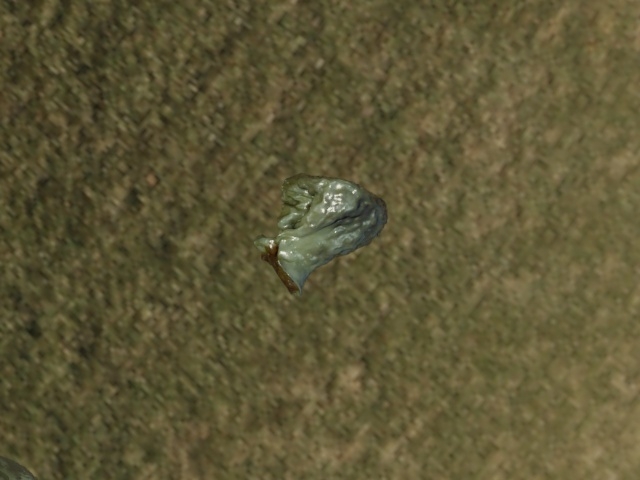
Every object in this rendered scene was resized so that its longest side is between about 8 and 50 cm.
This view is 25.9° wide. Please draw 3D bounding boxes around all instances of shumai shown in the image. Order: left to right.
[{"bbox_3d":[0.000,0.000,0.938,0.082,0.083,0.080,17,81,-14],"label":"shumai"}]

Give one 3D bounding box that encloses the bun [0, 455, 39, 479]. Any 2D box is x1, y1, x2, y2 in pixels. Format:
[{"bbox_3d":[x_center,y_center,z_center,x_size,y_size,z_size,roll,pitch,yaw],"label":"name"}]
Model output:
[{"bbox_3d":[-0.326,0.302,1.355,0.195,0.195,0.118,-10,172,-43],"label":"bun"}]
